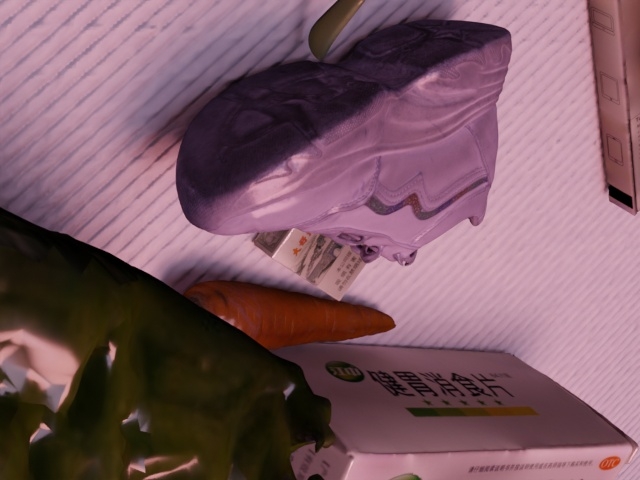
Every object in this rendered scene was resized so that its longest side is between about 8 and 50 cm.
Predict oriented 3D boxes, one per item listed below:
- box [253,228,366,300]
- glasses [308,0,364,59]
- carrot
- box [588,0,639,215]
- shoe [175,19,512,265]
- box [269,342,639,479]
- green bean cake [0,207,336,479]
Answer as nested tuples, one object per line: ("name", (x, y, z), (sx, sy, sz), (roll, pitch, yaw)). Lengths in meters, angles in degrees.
("box", (0.000, 0.000, 0.859), (0.054, 0.024, 0.083), (-53, 140, 2))
("glasses", (-0.003, -0.198, 0.691), (0.239, 0.102, 0.207), (-45, 167, -11))
("carrot", (-0.015, 0.052, 0.869), (0.216, 0.048, 0.048), (7, 113, -52))
("box", (0.260, -0.146, 0.989), (0.129, 0.033, 0.247), (-36, 136, -20))
("shoe", (0.022, -0.038, 0.785), (0.245, 0.095, 0.138), (-28, 122, -34))
("box", (0.061, 0.183, 0.954), (0.333, 0.145, 0.173), (7, 114, -44))
("green bean cake", (-0.170, 0.156, 0.581), (0.319, 0.218, 0.335), (20, 70, -47))
